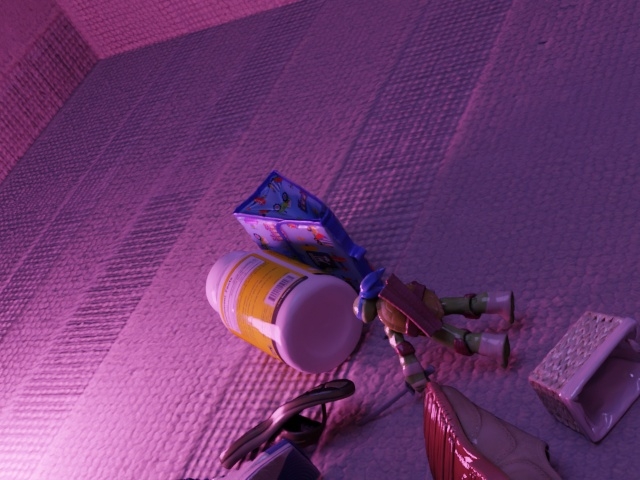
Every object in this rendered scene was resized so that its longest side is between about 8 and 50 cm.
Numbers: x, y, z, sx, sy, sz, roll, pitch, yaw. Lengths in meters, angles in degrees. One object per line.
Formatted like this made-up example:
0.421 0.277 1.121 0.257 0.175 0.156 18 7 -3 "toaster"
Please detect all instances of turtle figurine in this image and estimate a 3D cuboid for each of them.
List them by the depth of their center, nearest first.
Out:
0.199 0.166 1.885 0.266 0.274 0.198 3 21 18 "turtle figurine"

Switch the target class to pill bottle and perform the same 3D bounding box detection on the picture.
-0.082 0.124 2.112 0.188 0.188 0.334 -45 33 -16 "pill bottle"

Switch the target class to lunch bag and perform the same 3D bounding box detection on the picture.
0.000 0.000 2.168 0.138 0.221 0.293 -47 34 -18 "lunch bag"

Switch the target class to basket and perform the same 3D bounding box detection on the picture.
0.409 0.199 1.637 0.167 0.113 0.103 -45 31 -17 "basket"

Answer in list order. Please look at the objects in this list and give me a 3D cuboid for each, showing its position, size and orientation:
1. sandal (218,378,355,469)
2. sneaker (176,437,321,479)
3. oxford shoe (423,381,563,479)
-0.049 0.331 1.911 0.303 0.086 0.120 -38 -9 26 "sandal"
-0.171 0.438 1.838 0.315 0.127 0.182 -43 35 -10 "sneaker"
0.258 0.330 1.626 0.147 0.140 0.397 -5 24 -13 "oxford shoe"
